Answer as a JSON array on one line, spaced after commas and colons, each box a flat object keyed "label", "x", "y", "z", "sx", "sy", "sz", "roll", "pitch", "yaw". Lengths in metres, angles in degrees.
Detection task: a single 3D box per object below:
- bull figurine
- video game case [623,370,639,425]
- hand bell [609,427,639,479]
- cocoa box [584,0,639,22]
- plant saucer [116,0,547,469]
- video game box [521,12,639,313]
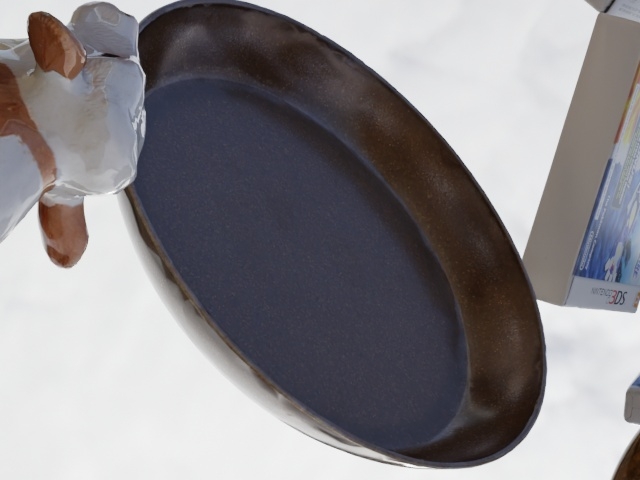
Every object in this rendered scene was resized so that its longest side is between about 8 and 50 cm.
[{"label": "bull figurine", "x": -0.201, "y": 0.004, "z": 0.585, "sx": 0.188, "sy": 0.101, "sz": 0.310, "roll": 35, "pitch": -104, "yaw": 32}, {"label": "video game case", "x": 0.455, "y": 0.125, "z": 1.518, "sx": 0.329, "sy": 0.300, "sz": 0.036, "roll": 8, "pitch": -74, "yaw": 21}, {"label": "hand bell", "x": 0.153, "y": 0.185, "z": 1.008, "sx": 0.242, "sy": 0.126, "sz": 0.126, "roll": -58, "pitch": -146, "yaw": 5}, {"label": "cocoa box", "x": 0.267, "y": -0.378, "z": 1.658, "sx": 0.347, "sy": 0.231, "sz": 0.228, "roll": 46, "pitch": -68, "yaw": 31}, {"label": "plant saucer", "x": 0.000, "y": 0.000, "z": 0.978, "sx": 0.050, "sy": 0.310, "sz": 0.311, "roll": -40, "pitch": -142, "yaw": 33}, {"label": "video game box", "x": 0.218, "y": -0.049, "z": 1.286, "sx": 0.048, "sy": 0.187, "sz": 0.205, "roll": 19, "pitch": -85, "yaw": 23}]
